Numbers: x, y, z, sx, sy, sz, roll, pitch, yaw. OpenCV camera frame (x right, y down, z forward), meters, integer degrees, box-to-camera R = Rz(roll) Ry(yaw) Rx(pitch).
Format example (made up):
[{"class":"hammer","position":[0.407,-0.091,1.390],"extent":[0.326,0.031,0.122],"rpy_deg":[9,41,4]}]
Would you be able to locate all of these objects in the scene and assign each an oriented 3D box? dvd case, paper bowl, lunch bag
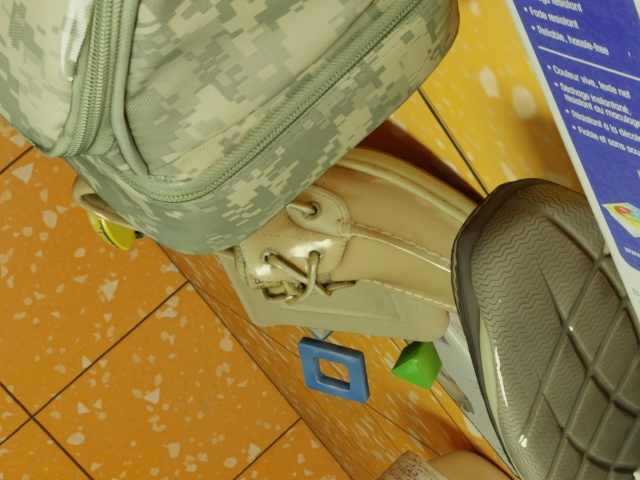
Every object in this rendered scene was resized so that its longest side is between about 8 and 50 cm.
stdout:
[{"class":"dvd case","position":[0.158,0.151,1.063],"extent":[0.253,0.022,0.180],"rpy_deg":[50,168,-10]},{"class":"paper bowl","position":[0.192,0.371,1.343],"extent":[0.284,0.148,0.284],"rpy_deg":[46,168,13]},{"class":"lunch bag","position":[-0.098,-0.173,0.455],"extent":[0.305,0.212,0.256],"rpy_deg":[46,171,16]}]

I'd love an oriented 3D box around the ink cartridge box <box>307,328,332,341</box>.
[{"class":"ink cartridge box","position":[-0.011,0.066,1.333],"extent":[0.088,0.052,0.122],"rpy_deg":[46,170,11]}]

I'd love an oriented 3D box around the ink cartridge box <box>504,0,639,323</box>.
[{"class":"ink cartridge box","position":[0.145,-0.047,0.364],"extent":[0.165,0.065,0.333],"rpy_deg":[34,163,51]}]

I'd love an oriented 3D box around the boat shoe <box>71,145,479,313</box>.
[{"class":"boat shoe","position":[-0.017,-0.005,0.786],"extent":[0.341,0.110,0.122],"rpy_deg":[21,156,20]}]

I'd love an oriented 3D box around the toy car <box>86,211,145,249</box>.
[{"class":"toy car","position":[-0.140,-0.126,0.934],"extent":[0.053,0.239,0.225],"rpy_deg":[1,108,29]}]

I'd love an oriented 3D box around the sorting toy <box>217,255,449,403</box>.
[{"class":"sorting toy","position":[0.000,0.000,0.922],"extent":[0.196,0.047,0.348],"rpy_deg":[0,129,34]}]

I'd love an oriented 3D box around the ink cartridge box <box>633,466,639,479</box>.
[{"class":"ink cartridge box","position":[0.237,0.138,0.556],"extent":[0.143,0.090,0.092],"rpy_deg":[36,163,50]}]

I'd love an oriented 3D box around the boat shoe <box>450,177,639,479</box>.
[{"class":"boat shoe","position":[0.149,0.099,0.657],"extent":[0.130,0.132,0.355],"rpy_deg":[34,160,51]}]
